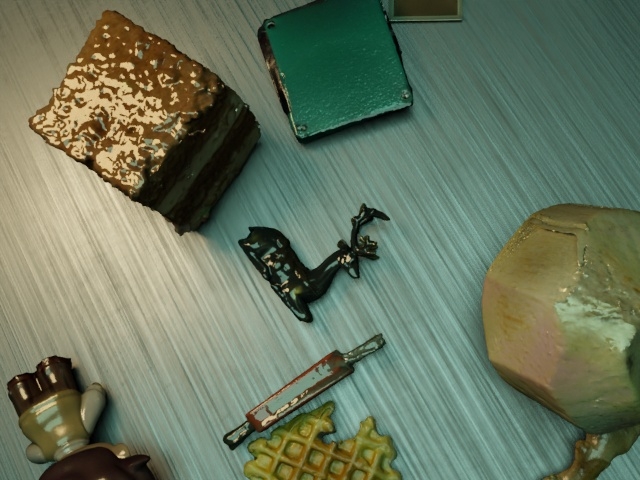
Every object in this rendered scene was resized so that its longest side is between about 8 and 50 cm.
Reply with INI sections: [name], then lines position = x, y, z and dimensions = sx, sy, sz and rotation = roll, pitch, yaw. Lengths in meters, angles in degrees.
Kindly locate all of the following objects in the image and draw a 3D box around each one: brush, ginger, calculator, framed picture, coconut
[brush]
position = -0.028, 0.250, 1.273
dimensions = 0.323, 0.070, 0.051
rotation = -32, 77, -4
[ginger]
position = 0.432, 0.339, 1.196
dimensions = 0.288, 0.075, 0.089
rotation = -41, 99, -8
[calculator]
position = 0.031, -0.329, 1.402
dimensions = 0.248, 0.058, 0.274
rotation = -20, 76, 2
[framed picture]
position = 0.204, -0.507, 1.447
dimensions = 0.142, 0.011, 0.183
rotation = 0, 78, 6
[coconut]
position = 0.412, 0.107, 1.145
dimensions = 0.353, 0.352, 0.352
rotation = -1, 77, 6

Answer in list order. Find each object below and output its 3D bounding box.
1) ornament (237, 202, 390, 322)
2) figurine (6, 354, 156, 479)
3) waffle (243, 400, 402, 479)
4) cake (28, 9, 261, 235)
[ornament]
position = 0.000, 0.000, 1.322
dimensions = 0.236, 0.080, 0.202
rotation = -39, 79, -1
[figurine]
position = -0.407, 0.384, 1.253
dimensions = 0.218, 0.206, 0.365
rotation = -22, 49, -21
[waffle]
position = 0.010, 0.406, 1.238
dimensions = 0.261, 0.056, 0.250
rotation = -23, 76, -1
[cake]
position = -0.289, -0.190, 1.287
dimensions = 0.282, 0.290, 0.255
rotation = 33, 82, 13
